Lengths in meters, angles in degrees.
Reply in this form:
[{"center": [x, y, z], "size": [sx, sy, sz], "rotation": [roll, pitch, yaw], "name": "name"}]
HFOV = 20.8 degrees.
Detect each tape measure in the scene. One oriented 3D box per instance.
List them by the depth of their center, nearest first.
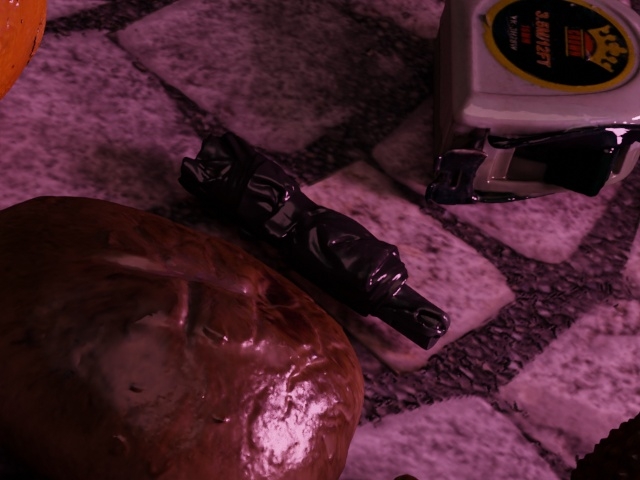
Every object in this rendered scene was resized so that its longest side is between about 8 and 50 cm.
[{"center": [0.192, -0.111, 1.467], "size": [0.207, 0.115, 0.235], "rotation": [10, 45, -6], "name": "tape measure"}]

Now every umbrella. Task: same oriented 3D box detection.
[{"center": [0.000, 0.000, 1.293], "size": [0.236, 0.059, 0.066], "rotation": [35, 58, 16], "name": "umbrella"}]

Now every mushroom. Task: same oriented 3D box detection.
[{"center": [-0.099, 0.073, 1.097], "size": [0.278, 0.146, 0.278], "rotation": [19, 36, -14], "name": "mushroom"}]

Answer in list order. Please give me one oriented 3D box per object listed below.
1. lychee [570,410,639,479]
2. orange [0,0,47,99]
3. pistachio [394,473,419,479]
[{"center": [0.236, 0.192, 1.093], "size": [0.188, 0.188, 0.188], "rotation": [13, 41, -11], "name": "lychee"}, {"center": [-0.313, -0.183, 1.215], "size": [0.246, 0.246, 0.246], "rotation": [13, 41, -11], "name": "orange"}, {"center": [0.031, 0.214, 1.073], "size": [0.089, 0.049, 0.173], "rotation": [40, 35, -14], "name": "pistachio"}]
